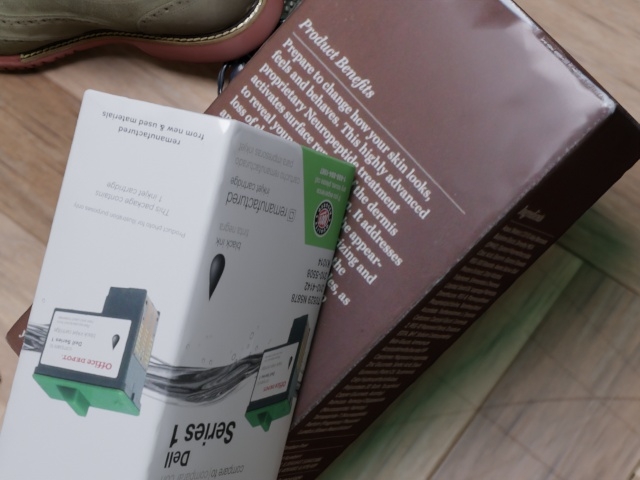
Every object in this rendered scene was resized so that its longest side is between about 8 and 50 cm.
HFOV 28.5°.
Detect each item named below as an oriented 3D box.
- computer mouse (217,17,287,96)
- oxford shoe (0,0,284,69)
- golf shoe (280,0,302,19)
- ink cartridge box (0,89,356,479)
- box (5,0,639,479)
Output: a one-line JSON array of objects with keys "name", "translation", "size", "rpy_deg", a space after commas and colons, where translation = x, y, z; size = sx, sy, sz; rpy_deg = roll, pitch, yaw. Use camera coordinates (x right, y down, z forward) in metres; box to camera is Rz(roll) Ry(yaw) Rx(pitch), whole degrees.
[{"name": "computer mouse", "translation": [0.027, -0.042, 0.927], "size": [0.272, 0.072, 0.188], "rpy_deg": [25, 77, 27]}, {"name": "oxford shoe", "translation": [-0.206, -0.213, 0.970], "size": [0.348, 0.130, 0.123], "rpy_deg": [1, 69, 20]}, {"name": "golf shoe", "translation": [0.029, -0.234, 1.014], "size": [0.176, 0.069, 0.086], "rpy_deg": [-28, 43, -4]}, {"name": "ink cartridge box", "translation": [-0.073, 0.047, 0.667], "size": [0.092, 0.160, 0.219], "rpy_deg": [14, 91, 24]}, {"name": "box", "translation": [0.000, 0.000, 0.801], "size": [0.381, 0.143, 0.191], "rpy_deg": [-46, 68, 15]}]
